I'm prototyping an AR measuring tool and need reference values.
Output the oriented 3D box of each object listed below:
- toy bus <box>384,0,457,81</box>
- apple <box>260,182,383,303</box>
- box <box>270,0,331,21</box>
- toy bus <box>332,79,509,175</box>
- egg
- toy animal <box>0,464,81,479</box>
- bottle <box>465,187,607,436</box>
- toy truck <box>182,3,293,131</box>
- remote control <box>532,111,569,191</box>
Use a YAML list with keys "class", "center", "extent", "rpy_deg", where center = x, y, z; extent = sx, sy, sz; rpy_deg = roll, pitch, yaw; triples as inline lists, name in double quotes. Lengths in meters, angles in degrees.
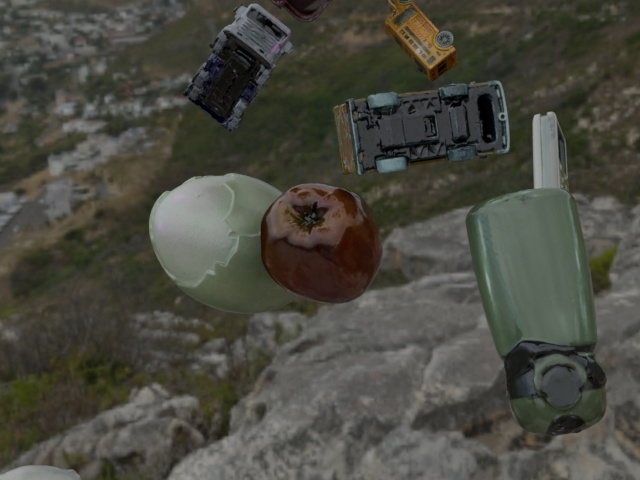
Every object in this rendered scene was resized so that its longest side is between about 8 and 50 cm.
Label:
- class: "toy bus"
  center: [0.163, -0.353, 1.470]
  extent: [0.074, 0.162, 0.069]
  rpy_deg: [-39, -17, 1]
- class: "apple"
  center: [-0.002, 0.000, 1.532]
  extent: [0.234, 0.234, 0.234]
  rpy_deg: [-3, 19, 1]
- class: "box"
  center: [0.017, -0.507, 1.351]
  extent: [0.294, 0.193, 0.167]
  rpy_deg: [-51, 19, -7]
- class: "toy bus"
  center: [0.169, -0.191, 1.481]
  extent: [0.275, 0.138, 0.167]
  rpy_deg: [-10, 5, -13]
- class: "egg"
  center: [-0.183, 0.002, 1.738]
  extent: [0.336, 0.278, 0.278]
  rpy_deg: [17, 5, -35]
- class: "toy animal"
  center: [-0.335, 0.345, 0.940]
  extent: [0.178, 0.193, 0.127]
  rpy_deg: [-4, 15, 23]
- class: "bottle"
  center: [0.319, 0.105, 1.247]
  extent: [0.168, 0.347, 0.168]
  rpy_deg: [-8, -13, -2]
- class: "toy truck"
  center: [-0.145, -0.332, 1.620]
  extent: [0.155, 0.124, 0.268]
  rpy_deg: [-57, 8, -29]
- class: "remote control"
  center: [0.467, -0.116, 1.730]
  extent: [0.055, 0.103, 0.277]
  rpy_deg: [-8, 59, 25]
